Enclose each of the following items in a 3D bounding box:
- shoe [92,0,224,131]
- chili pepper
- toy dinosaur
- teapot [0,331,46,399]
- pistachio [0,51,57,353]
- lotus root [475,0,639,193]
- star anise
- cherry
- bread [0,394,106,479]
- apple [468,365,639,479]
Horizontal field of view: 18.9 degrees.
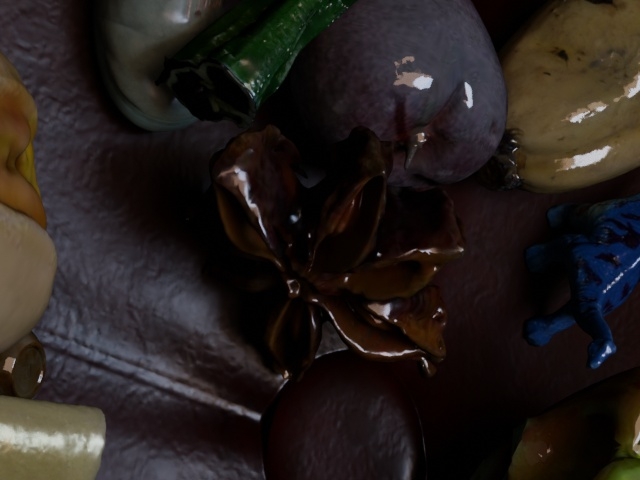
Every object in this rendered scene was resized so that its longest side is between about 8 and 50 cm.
[{"bbox_3d":[-0.099,-0.202,1.306,0.103,0.100,0.251,-5,87,-36],"label":"shoe"},{"bbox_3d":[-0.011,-0.165,1.303,0.227,0.088,0.059,-47,128,-30],"label":"chili pepper"},{"bbox_3d":[0.228,0.005,1.519,0.076,0.144,0.329,54,47,-15],"label":"toy dinosaur"},{"bbox_3d":[-0.227,0.089,1.201,0.110,0.080,0.085,-23,119,-61],"label":"teapot"},{"bbox_3d":[-0.285,-0.027,1.087,0.309,0.230,0.229,3,85,-50],"label":"pistachio"},{"bbox_3d":[0.215,-0.128,1.503,0.257,0.140,0.154,-32,119,-23],"label":"lotus root"},{"bbox_3d":[0.000,0.000,1.321,0.190,0.220,0.125,5,50,-3],"label":"star anise"},{"bbox_3d":[0.053,-0.122,1.388,0.176,0.140,0.176,28,44,-31],"label":"cherry"},{"bbox_3d":[-0.234,0.148,1.175,0.178,0.139,0.060,11,36,-33],"label":"bread"},{"bbox_3d":[0.271,0.253,1.376,0.374,0.384,0.374,33,28,-21],"label":"apple"}]
